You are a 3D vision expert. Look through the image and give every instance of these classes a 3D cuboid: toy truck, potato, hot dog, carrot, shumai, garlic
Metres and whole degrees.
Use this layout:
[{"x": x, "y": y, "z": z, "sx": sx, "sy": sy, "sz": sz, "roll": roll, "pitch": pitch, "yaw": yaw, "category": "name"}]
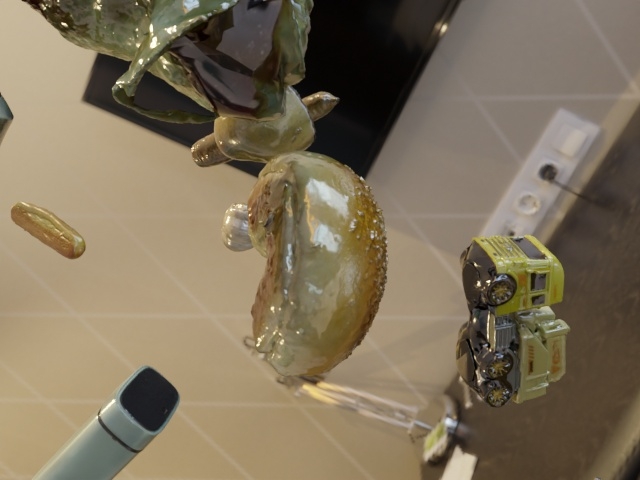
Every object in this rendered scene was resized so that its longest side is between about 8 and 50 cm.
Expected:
[{"x": 0.447, "y": 0.186, "z": 1.792, "sx": 0.180, "sy": 0.254, "sz": 0.405, "roll": -120, "pitch": 22, "yaw": -63, "category": "toy truck"}, {"x": -0.116, "y": -0.186, "z": 1.284, "sx": 0.202, "sy": 0.182, "sz": 0.117, "roll": 7, "pitch": 50, "yaw": 50, "category": "potato"}, {"x": -0.571, "y": -0.025, "z": 1.646, "sx": 0.047, "sy": 0.216, "sz": 0.066, "roll": 8, "pitch": -74, "yaw": -63, "category": "hot dog"}, {"x": -0.104, "y": -0.211, "z": 1.471, "sx": 0.342, "sy": 0.070, "sz": 0.070, "roll": -17, "pitch": 37, "yaw": 29, "category": "carrot"}, {"x": -0.150, "y": -0.301, "z": 0.955, "sx": 0.395, "sy": 0.348, "sz": 0.395, "roll": -28, "pitch": -6, "yaw": -3, "category": "shumai"}, {"x": -0.151, "y": -0.021, "z": 1.497, "sx": 0.074, "sy": 0.094, "sz": 0.113, "roll": -51, "pitch": -13, "yaw": -45, "category": "garlic"}]

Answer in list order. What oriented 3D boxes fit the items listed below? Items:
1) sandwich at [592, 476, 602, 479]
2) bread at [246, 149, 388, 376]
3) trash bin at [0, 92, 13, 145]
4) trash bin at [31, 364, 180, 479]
[{"x": 0.509, "y": 0.510, "z": 1.433, "sx": 0.116, "sy": 0.074, "sz": 0.074, "roll": -43, "pitch": -26, "yaw": -40, "category": "sandwich"}, {"x": 0.001, "y": -0.005, "z": 0.988, "sx": 0.192, "sy": 0.171, "sz": 0.314, "roll": 114, "pitch": 155, "yaw": -46, "category": "bread"}, {"x": -0.646, "y": -0.092, "z": 1.159, "sx": 0.280, "sy": 0.280, "sz": 0.432, "roll": -111, "pitch": 42, "yaw": -79, "category": "trash bin"}, {"x": -0.209, "y": 0.195, "z": 0.761, "sx": 0.130, "sy": 0.059, "sz": 0.116, "roll": -45, "pitch": 3, "yaw": 10, "category": "trash bin"}]
